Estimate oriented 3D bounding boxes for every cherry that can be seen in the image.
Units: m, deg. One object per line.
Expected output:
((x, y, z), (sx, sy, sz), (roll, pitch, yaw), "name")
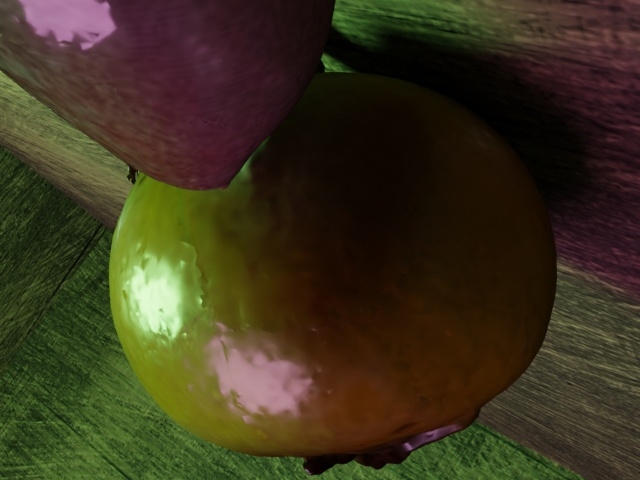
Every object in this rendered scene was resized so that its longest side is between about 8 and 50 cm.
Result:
((-0.087, -0.155, 0.405), (0.239, 0.206, 0.239), (28, 168, 6), "cherry")

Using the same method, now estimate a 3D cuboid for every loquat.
((0.000, 0.000, 0.604), (0.328, 0.329, 0.359), (117, 139, -77), "loquat")

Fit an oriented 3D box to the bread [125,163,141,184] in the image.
((-0.113, -0.003, 0.963), (0.278, 0.167, 0.324), (27, 146, 27), "bread")
